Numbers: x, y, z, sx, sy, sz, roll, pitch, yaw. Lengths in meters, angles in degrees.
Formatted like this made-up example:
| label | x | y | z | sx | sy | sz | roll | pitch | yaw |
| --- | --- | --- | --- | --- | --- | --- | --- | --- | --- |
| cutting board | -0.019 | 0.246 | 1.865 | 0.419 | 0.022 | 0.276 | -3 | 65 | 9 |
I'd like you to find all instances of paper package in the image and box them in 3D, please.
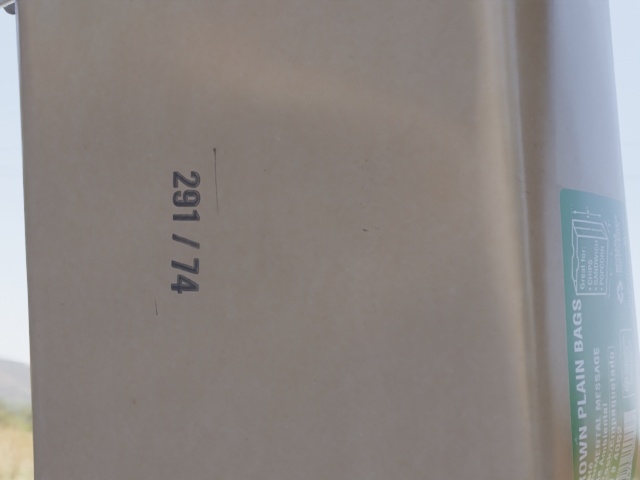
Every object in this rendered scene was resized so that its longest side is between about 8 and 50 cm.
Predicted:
| label | x | y | z | sx | sy | sz | roll | pitch | yaw |
| --- | --- | --- | --- | --- | --- | --- | --- | --- | --- |
| paper package | 0.000 | 0.000 | 0.593 | 0.309 | 0.325 | 0.168 | -4 | -4 | 34 |

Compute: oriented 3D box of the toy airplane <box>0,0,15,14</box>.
| label | x | y | z | sx | sy | sz | roll | pitch | yaw |
| --- | --- | --- | --- | --- | --- | --- | --- | --- | --- |
| toy airplane | -0.423 | -0.422 | 1.215 | 0.272 | 0.386 | 0.384 | -12 | 40 | -36 |
